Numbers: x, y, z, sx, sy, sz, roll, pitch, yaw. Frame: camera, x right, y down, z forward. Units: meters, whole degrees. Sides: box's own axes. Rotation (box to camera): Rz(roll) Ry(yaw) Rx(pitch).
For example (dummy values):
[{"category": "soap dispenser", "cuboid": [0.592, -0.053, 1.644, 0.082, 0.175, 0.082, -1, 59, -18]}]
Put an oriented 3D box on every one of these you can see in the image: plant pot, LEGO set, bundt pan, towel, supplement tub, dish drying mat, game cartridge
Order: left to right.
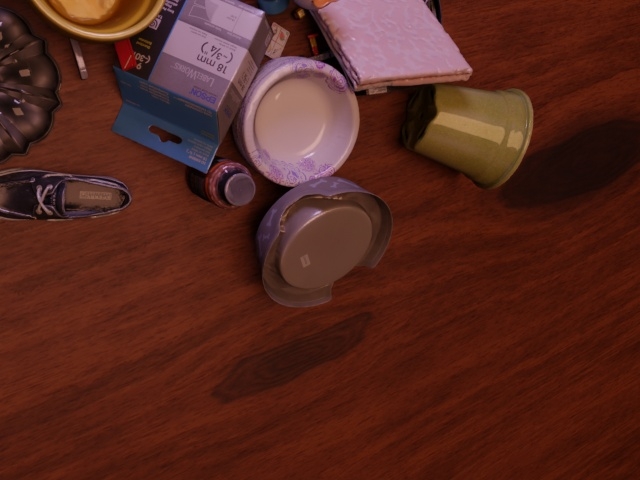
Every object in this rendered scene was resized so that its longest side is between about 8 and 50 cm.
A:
[{"category": "bundt pan", "cuboid": [-0.642, -0.292, 1.084, 0.331, 0.124, 0.330, -6, 103, -28]}, {"category": "game cartridge", "cuboid": [-0.484, -0.365, 1.190, 0.017, 0.056, 0.083, -17, 108, -16]}, {"category": "plant pot", "cuboid": [-0.428, -0.487, 1.090, 0.254, 0.239, 0.254, -6, 103, -27]}, {"category": "dish drying mat", "cuboid": [-0.387, -0.376, 1.169, 0.032, 0.008, 0.083, -20, 81, 6]}, {"category": "supplement tub", "cuboid": [-0.215, -0.126, 1.296, 0.106, 0.198, 0.106, -9, 109, -29]}, {"category": "LEGO set", "cuboid": [-0.055, -0.418, 1.408, 0.182, 0.060, 0.244, 23, 88, -33]}, {"category": "towel", "cuboid": [0.153, -0.485, 1.390, 0.317, 0.053, 0.331, -13, 62, -24]}, {"category": "plant pot", "cuboid": [0.364, -0.295, 1.557, 0.254, 0.276, 0.276, 12, 95, -17]}]

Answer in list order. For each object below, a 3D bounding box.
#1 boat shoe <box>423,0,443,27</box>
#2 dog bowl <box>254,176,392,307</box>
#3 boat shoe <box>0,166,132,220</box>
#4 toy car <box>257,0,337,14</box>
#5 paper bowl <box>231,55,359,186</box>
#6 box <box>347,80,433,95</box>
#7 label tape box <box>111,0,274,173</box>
[{"category": "boat shoe", "cuboid": [0.287, -0.545, 1.555, 0.075, 0.065, 0.206, -15, 107, -25]}, {"category": "dog bowl", "cuboid": [0.000, 0.000, 1.422, 0.349, 0.102, 0.348, -20, 136, -20]}, {"category": "boat shoe", "cuboid": [-0.535, -0.086, 1.193, 0.301, 0.102, 0.108, 1, 100, -28]}, {"category": "toy car", "cuboid": [-0.022, -0.571, 1.244, 0.210, 0.238, 0.219, -48, 161, -12]}, {"category": "paper bowl", "cuboid": [-0.065, -0.276, 1.360, 0.284, 0.148, 0.284, -12, 118, -23]}, {"category": "box", "cuboid": [0.144, -0.382, 1.446, 0.191, 0.184, 0.045, -15, 105, -26]}, {"category": "label tape box", "cuboid": [-0.277, -0.342, 1.212, 0.241, 0.106, 0.333, 24, 87, 7]}]
